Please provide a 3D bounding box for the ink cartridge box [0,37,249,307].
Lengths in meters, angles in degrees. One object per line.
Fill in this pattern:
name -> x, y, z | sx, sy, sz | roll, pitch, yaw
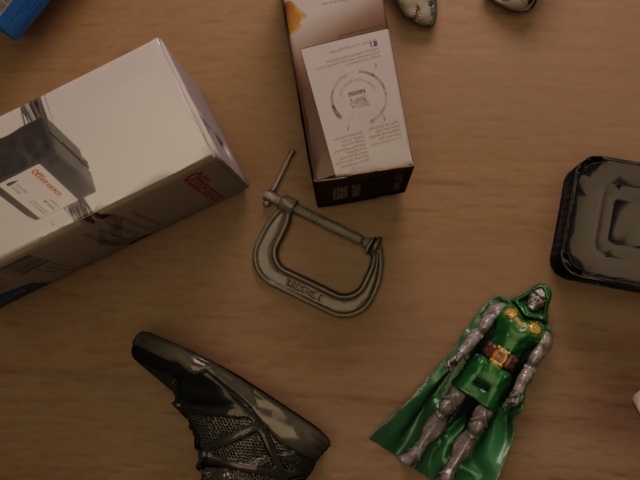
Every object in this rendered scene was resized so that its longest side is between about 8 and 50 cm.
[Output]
ink cartridge box -> -0.245, -0.054, 1.082 | 0.307, 0.223, 0.129 | -26, 84, 1

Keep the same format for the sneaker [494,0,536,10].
sneaker -> 0.217, -0.327, 1.152 | 0.071, 0.068, 0.170 | 23, 88, 11

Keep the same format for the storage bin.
storage bin -> 0.333, -0.009, 1.112 | 0.180, 0.084, 0.122 | 11, 86, 5

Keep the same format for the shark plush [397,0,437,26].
shark plush -> 0.105, -0.309, 1.180 | 0.067, 0.073, 0.161 | 17, 65, -14

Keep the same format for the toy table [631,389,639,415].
toy table -> 0.415, 0.212, 1.001 | 0.161, 0.274, 0.252 | -31, 81, 8

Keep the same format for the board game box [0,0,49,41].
board game box -> -0.342, -0.417, 1.151 | 0.302, 0.086, 0.308 | 38, 89, 19

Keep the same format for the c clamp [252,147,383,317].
c clamp -> 0.000, 0.000, 1.163 | 0.161, 0.022, 0.137 | 31, 88, 6

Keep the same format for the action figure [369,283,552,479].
action figure -> 0.167, 0.142, 1.126 | 0.137, 0.063, 0.232 | 32, 85, 9

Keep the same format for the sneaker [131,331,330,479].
sneaker -> -0.116, 0.191, 1.125 | 0.227, 0.087, 0.130 | 35, 82, 0

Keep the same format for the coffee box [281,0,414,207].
coffee box -> 0.022, -0.170, 1.107 | 0.098, 0.141, 0.246 | -10, 81, 0
